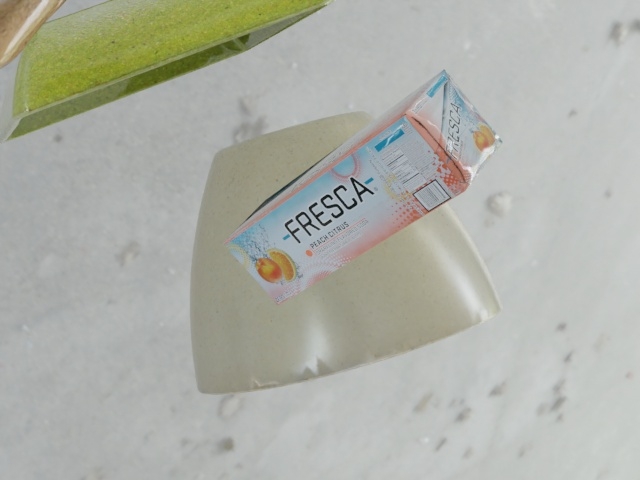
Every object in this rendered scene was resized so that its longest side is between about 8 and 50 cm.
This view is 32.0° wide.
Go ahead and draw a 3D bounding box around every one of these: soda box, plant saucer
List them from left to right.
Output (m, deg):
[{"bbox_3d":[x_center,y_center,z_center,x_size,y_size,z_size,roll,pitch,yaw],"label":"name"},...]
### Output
[{"bbox_3d":[-0.108,-0.118,0.671,0.188,0.188,0.045,-24,98,-17],"label":"plant saucer"},{"bbox_3d":[0.022,-0.029,0.691,0.183,0.058,0.063,-32,-169,42],"label":"soda box"}]

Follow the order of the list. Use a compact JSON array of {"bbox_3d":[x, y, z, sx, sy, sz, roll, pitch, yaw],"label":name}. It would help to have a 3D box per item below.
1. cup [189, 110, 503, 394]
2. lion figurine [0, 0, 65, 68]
[{"bbox_3d":[0.000,0.000,1.170,0.331,0.331,0.236,-17,93,-39],"label":"cup"},{"bbox_3d":[-0.277,-0.048,0.386,0.142,0.392,0.240,61,35,-36],"label":"lion figurine"}]
